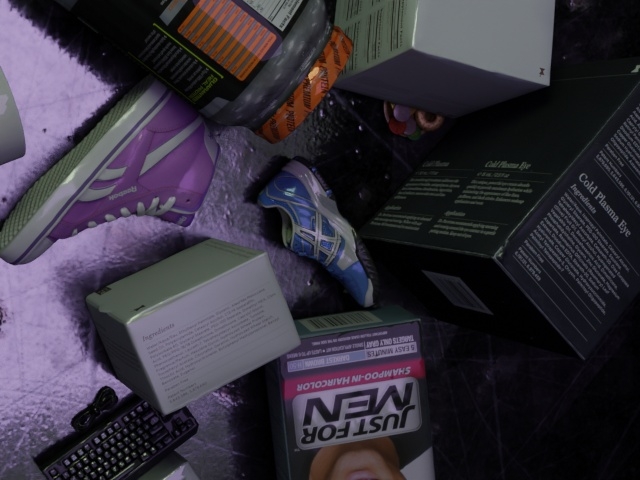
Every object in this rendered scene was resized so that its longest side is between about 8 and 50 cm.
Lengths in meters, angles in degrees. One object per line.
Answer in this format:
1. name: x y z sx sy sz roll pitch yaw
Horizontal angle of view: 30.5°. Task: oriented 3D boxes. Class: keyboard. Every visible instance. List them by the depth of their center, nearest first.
1. keyboard: -0.243 0.233 1.387 0.180 0.023 0.108 -36 87 -22

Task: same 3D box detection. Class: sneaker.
1. sneaker: -0.227 -0.044 1.342 0.282 0.102 0.161 -46 115 -14
2. sneaker: 0.000 0.000 1.470 0.081 0.080 0.211 -36 99 -11

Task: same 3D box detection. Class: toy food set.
1. toy food set: 0.119 -0.173 1.532 0.083 0.020 0.083 -27 106 -20

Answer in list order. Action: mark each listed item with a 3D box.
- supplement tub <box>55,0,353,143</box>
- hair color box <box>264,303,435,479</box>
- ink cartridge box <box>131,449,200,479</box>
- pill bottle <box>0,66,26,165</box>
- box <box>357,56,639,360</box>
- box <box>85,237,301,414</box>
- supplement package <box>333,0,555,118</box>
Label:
1. supplement tub: -0.131 -0.259 1.294 0.316 0.193 0.193 38 79 -16
2. hair color box: 0.041 0.283 1.475 0.185 0.113 0.374 -8 99 -12
3. ink cartridge box: -0.180 0.380 1.411 0.153 0.087 0.208 -35 107 -19
4. pill bottle: -0.463 -0.097 1.186 0.302 0.169 0.169 -22 104 -22
5. box: 0.267 -0.048 1.435 0.179 0.343 0.312 46 77 -20
6. box: -0.149 0.092 1.344 0.182 0.181 0.119 -26 106 -20
7. supplement package: 0.145 -0.255 1.423 0.194 0.203 0.149 10 80 -26
